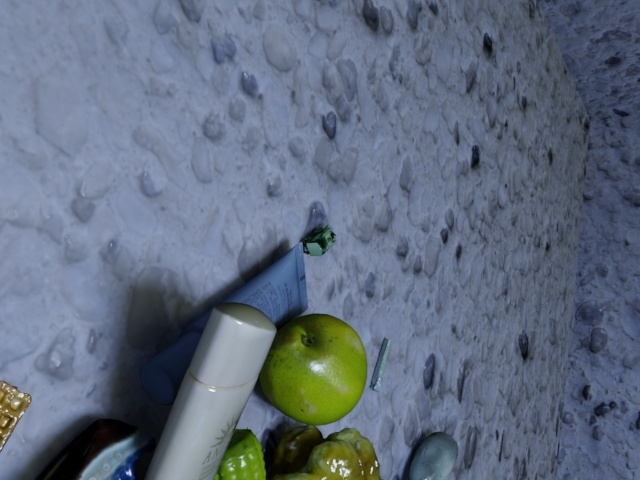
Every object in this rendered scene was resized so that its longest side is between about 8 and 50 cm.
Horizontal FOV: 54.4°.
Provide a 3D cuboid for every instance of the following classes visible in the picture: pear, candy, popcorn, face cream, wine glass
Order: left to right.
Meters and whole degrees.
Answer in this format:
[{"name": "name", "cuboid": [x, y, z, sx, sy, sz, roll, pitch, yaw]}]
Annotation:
[{"name": "face cream", "cuboid": [-0.154, 0.240, 0.819, 0.348, 0.081, 0.173, -67, 169, 7]}, {"name": "candy", "cuboid": [-0.128, 0.398, 0.968, 0.096, 0.096, 0.209, -24, 113, -51]}, {"name": "face cream", "cuboid": [-0.125, 0.130, 0.992, 0.385, 0.086, 0.136, -34, 126, -53]}, {"name": "pear", "cuboid": [-0.013, 0.210, 1.050, 0.187, 0.187, 0.220, -63, 144, -32]}, {"name": "popcorn", "cuboid": [0.015, 0.457, 1.044, 0.276, 0.225, 0.276, 156, -90, -89]}, {"name": "wine glass", "cuboid": [0.200, 0.479, 1.395, 0.309, 0.096, 0.264, -32, 113, -49]}]

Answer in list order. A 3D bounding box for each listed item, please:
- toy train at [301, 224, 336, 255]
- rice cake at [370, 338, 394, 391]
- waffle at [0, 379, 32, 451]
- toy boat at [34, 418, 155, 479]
[{"name": "toy train", "cuboid": [0.000, 0.000, 1.184, 0.083, 0.053, 0.033, -41, 120, -44]}, {"name": "rice cake", "cuboid": [0.137, 0.276, 1.380, 0.022, 0.021, 0.121, 40, 58, -33]}, {"name": "waffle", "cuboid": [-0.395, 0.177, 0.658, 0.148, 0.042, 0.102, 50, 50, -40]}, {"name": "toy boat", "cuboid": [-0.284, 0.325, 0.735, 0.115, 0.114, 0.262, 55, 39, -20]}]
